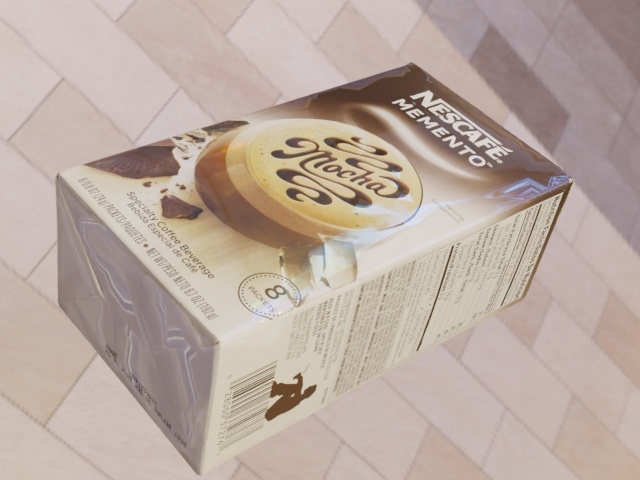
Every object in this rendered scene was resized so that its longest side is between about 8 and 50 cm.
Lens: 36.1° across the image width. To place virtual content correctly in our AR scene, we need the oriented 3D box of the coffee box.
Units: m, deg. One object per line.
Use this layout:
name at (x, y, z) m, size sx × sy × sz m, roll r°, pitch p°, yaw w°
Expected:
coffee box at (0.000, 0.000, 0.648) m, size 0.297 × 0.118 × 0.168 m, roll -23°, pitch 51°, yaw -36°
